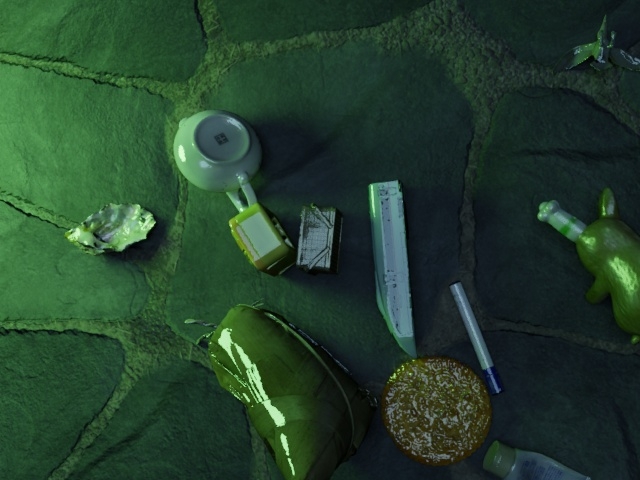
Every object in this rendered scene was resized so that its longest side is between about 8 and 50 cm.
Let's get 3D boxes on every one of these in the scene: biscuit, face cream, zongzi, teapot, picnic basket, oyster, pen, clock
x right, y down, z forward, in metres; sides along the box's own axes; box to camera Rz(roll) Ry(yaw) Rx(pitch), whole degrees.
[{"bbox_3d":[0.261,0.385,1.878,0.254,0.035,0.254,-1,84,9],"label":"biscuit"},{"bbox_3d":[0.471,0.523,1.821,0.224,0.070,0.114,27,89,-1],"label":"face cream"},{"bbox_3d":[-0.127,0.289,1.737,0.500,0.467,0.218,41,96,13],"label":"zongzi"},{"bbox_3d":[-0.238,-0.192,1.981,0.208,0.166,0.299,-25,85,-35],"label":"teapot"},{"bbox_3d":[0.000,0.000,1.927,0.079,0.115,0.164,5,84,12],"label":"picnic basket"},{"bbox_3d":[-0.510,-0.018,2.047,0.209,0.072,0.133,-31,72,-15],"label":"oyster"},{"bbox_3d":[0.352,0.220,1.883,0.033,0.033,0.269,-22,80,7],"label":"pen"},{"bbox_3d":[-0.125,0.001,1.904,0.096,0.202,0.143,-36,78,4],"label":"clock"}]

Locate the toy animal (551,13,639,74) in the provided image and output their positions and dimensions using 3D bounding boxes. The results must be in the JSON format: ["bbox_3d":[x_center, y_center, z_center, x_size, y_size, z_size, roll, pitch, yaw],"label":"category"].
[{"bbox_3d":[0.648,-0.446,1.879,0.219,0.095,0.155,8,89,10],"label":"toy animal"}]

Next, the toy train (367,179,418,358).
[{"bbox_3d":[0.166,0.070,1.904,0.088,0.086,0.407,-6,83,8],"label":"toy train"}]

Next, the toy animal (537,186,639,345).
[{"bbox_3d":[0.644,0.040,1.798,0.181,0.180,0.363,-33,57,-2],"label":"toy animal"}]
